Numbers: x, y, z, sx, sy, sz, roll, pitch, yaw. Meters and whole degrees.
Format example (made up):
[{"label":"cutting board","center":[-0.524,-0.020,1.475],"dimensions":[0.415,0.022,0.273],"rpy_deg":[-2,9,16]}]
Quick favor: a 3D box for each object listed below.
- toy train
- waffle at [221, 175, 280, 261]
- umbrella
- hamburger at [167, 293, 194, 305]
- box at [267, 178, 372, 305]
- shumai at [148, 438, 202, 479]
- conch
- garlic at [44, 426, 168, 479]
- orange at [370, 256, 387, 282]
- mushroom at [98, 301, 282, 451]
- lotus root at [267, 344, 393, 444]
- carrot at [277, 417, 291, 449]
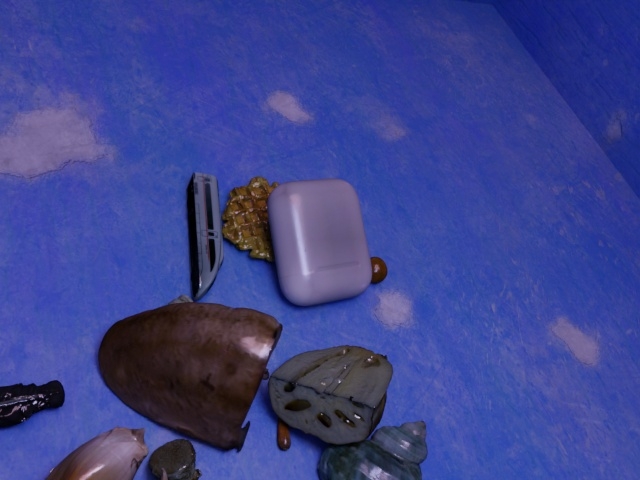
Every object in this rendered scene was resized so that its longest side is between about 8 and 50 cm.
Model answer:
[{"label":"toy train","center":[-0.318,-0.008,1.764],"dimensions":[0.088,0.086,0.407],"rpy_deg":[9,51,-25]},{"label":"waffle","center":[-0.143,-0.064,1.896],"dimensions":[0.302,0.068,0.325],"rpy_deg":[25,46,-4]},{"label":"umbrella","center":[-0.711,0.339,1.293],"dimensions":[0.357,0.106,0.113],"rpy_deg":[-6,53,-28]},{"label":"hamburger","center":[-0.331,0.187,1.598],"dimensions":[0.054,0.084,0.121],"rpy_deg":[-26,69,-39]},{"label":"box","center":[-0.001,0.000,1.789],"dimensions":[0.288,0.141,0.349],"rpy_deg":[-7,84,-33]},{"label":"shumai","center":[-0.307,0.493,1.371],"dimensions":[0.099,0.087,0.123],"rpy_deg":[-28,23,-19]},{"label":"conch","center":[0.147,0.525,1.490],"dimensions":[0.277,0.195,0.220],"rpy_deg":[-38,64,-6]},{"label":"garlic","center":[-0.427,0.527,1.201],"dimensions":[0.286,0.249,0.313],"rpy_deg":[19,26,13]},{"label":"orange","center":[0.164,0.088,1.907],"dimensions":[0.085,0.085,0.085],"rpy_deg":[12,49,-15]},{"label":"mushroom","center":[-0.309,0.259,1.422],"dimensions":[0.397,0.314,0.224],"rpy_deg":[21,44,0]},{"label":"lotus root","center":[0.042,0.366,1.566],"dimensions":[0.267,0.149,0.260],"rpy_deg":[12,19,20]},{"label":"carrot","center":[-0.089,0.457,1.525],"dimensions":[0.032,0.032,0.093],"rpy_deg":[8,48,-18]}]
